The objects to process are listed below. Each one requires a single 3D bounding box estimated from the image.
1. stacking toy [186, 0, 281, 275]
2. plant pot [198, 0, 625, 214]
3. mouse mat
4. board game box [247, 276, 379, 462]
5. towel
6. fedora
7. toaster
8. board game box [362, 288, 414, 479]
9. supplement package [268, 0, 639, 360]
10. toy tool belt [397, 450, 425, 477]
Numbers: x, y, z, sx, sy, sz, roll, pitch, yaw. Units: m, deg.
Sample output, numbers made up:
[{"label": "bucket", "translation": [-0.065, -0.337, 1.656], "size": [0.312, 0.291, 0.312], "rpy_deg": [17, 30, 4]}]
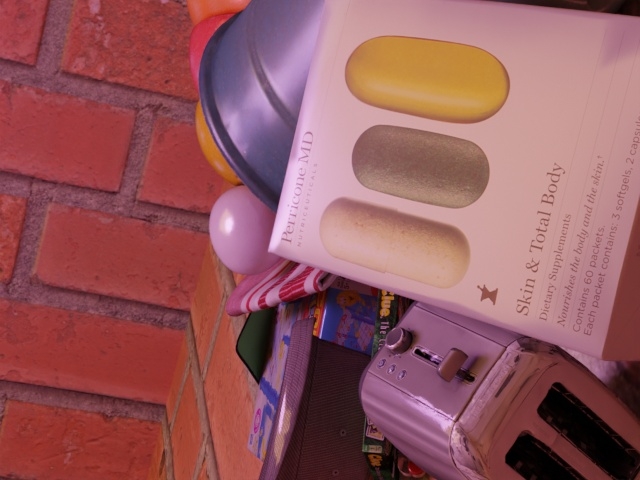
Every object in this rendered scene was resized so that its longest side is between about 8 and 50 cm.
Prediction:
[{"label": "stacking toy", "translation": [-0.070, -0.189, 1.559], "size": [0.350, 0.350, 0.480], "rpy_deg": [149, 134, -71]}, {"label": "plant pot", "translation": [0.104, -0.211, 1.082], "size": [0.334, 0.341, 0.341], "rpy_deg": [-49, 31, 46]}, {"label": "mouse mat", "translation": [-0.075, 0.150, 1.756], "size": [0.153, 0.007, 0.190], "rpy_deg": [-66, -30, -29]}, {"label": "board game box", "translation": [-0.007, 0.180, 1.601], "size": [0.302, 0.086, 0.308], "rpy_deg": [176, 106, -75]}, {"label": "towel", "translation": [0.000, 0.000, 1.522], "size": [0.237, 0.037, 0.329], "rpy_deg": [-49, 11, -22]}, {"label": "fedora", "translation": [0.001, 0.231, 1.334], "size": [0.244, 0.124, 0.276], "rpy_deg": [-88, 10, -84]}, {"label": "toaster", "translation": [0.148, 0.143, 0.843], "size": [0.129, 0.227, 0.146], "rpy_deg": [-52, 26, -8]}, {"label": "board game box", "translation": [0.080, 0.139, 1.278], "size": [0.136, 0.030, 0.260], "rpy_deg": [75, -160, -60]}, {"label": "supplement package", "translation": [0.140, -0.047, 0.778], "size": [0.262, 0.198, 0.199], "rpy_deg": [16, 96, 38]}, {"label": "toy tool belt", "translation": [0.108, 0.228, 1.223], "size": [0.051, 0.052, 0.083], "rpy_deg": [72, -164, -48]}]
